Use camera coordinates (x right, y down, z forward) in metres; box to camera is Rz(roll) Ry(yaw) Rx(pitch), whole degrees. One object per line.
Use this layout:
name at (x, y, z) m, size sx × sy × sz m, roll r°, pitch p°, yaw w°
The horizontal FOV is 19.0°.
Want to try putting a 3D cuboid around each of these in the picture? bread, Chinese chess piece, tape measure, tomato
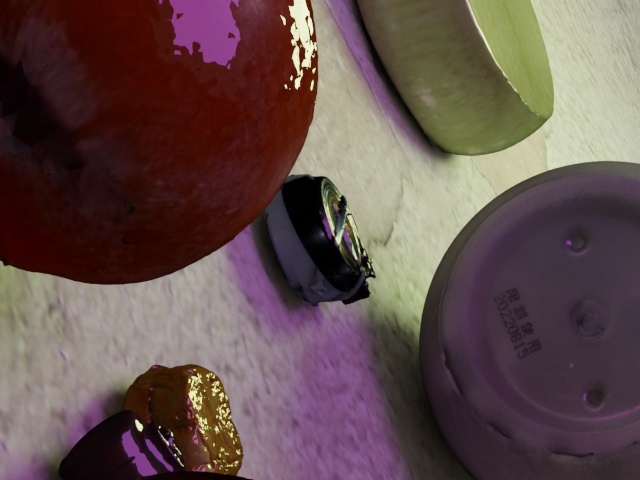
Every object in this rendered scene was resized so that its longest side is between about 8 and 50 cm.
bread at (-0.073, 0.101, 0.998) m, size 0.083 × 0.046 × 0.081 m, roll -87°, pitch 153°, yaw -53°
Chinese chess piece at (0.119, -0.198, 1.715) m, size 0.250 × 0.101 × 0.250 m, roll 52°, pitch 25°, yaw -37°
tape measure at (-0.001, -0.001, 1.276) m, size 0.091 × 0.054 × 0.094 m, roll 70°, pitch 14°, yaw 10°
tomato at (-0.106, -0.082, 0.881) m, size 0.208 × 0.208 × 0.184 m, roll 60°, pitch 37°, yaw -19°

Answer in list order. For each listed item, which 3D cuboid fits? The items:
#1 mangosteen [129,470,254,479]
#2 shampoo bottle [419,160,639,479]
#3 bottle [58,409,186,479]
mangosteen at (-0.031, 0.184, 0.740) m, size 0.216 × 0.216 × 0.216 m, roll 52°, pitch 25°, yaw -37°
shampoo bottle at (0.218, 0.090, 1.420) m, size 0.266 × 0.273 × 0.273 m, roll 49°, pitch 26°, yaw -63°
bottle at (-0.069, 0.160, 0.925) m, size 0.164 × 0.060 × 0.060 m, roll 63°, pitch 21°, yaw -11°
